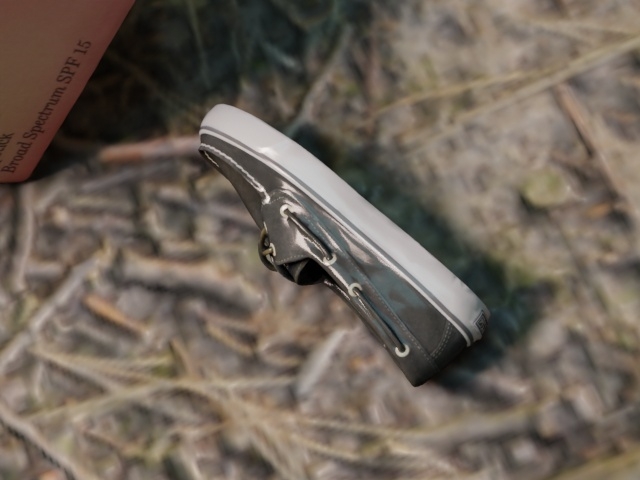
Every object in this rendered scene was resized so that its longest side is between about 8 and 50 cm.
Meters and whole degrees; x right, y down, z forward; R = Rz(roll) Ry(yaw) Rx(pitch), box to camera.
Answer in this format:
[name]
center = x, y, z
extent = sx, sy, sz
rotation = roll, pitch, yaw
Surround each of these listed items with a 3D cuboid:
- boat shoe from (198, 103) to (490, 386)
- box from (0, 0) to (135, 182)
[boat shoe]
center = 0.000, 0.000, 0.733
extent = 0.142, 0.049, 0.040
rotation = 39, 79, 22
[box]
center = -0.204, -0.107, 0.709
extent = 0.232, 0.148, 0.127
rotation = -3, 60, -32
